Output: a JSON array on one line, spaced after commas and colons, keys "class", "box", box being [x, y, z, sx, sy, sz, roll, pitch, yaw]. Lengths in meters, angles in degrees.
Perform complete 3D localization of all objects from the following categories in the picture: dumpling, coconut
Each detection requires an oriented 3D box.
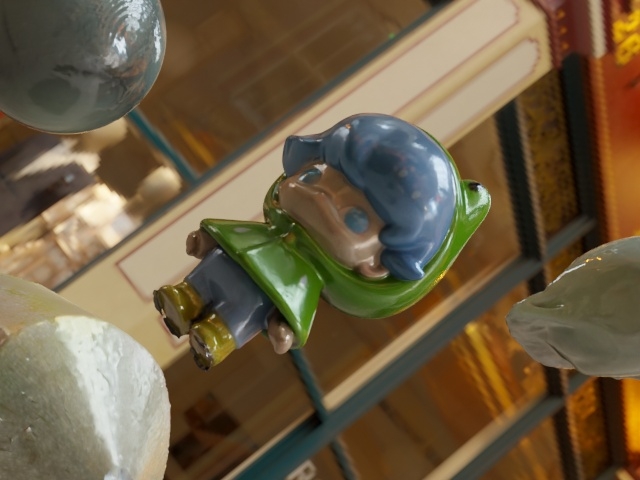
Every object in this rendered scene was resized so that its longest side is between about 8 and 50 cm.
[{"class": "dumpling", "box": [0.285, 0.073, 1.098, 0.124, 0.229, 0.151, -81, 150, -45]}, {"class": "coconut", "box": [-0.144, 0.096, 0.579, 0.152, 0.147, 0.147, 21, -32, 44]}]

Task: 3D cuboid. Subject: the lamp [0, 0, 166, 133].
[{"class": "lamp", "box": [-0.131, -0.107, 0.637, 0.105, 0.105, 0.105, 48, -15, 17]}]

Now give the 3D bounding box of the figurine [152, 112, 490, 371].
[{"class": "figurine", "box": [0.000, 0.000, 0.940, 0.162, 0.263, 0.143, 43, -24, 34]}]
